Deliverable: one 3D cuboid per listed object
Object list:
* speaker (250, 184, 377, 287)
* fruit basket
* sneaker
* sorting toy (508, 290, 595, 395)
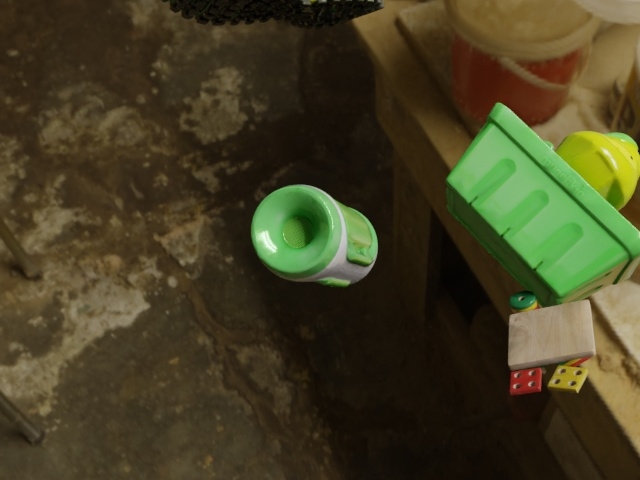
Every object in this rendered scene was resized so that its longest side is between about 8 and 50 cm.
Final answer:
[{"bbox_3d":[0.000,0.000,1.210,0.131,0.296,0.131,-1,85,14],"label":"speaker"},{"bbox_3d":[0.457,-0.094,1.583,0.391,0.283,0.392,-3,73,9],"label":"fruit basket"},{"bbox_3d":[-0.069,-0.337,1.026,0.134,0.343,0.147,-13,89,41],"label":"sneaker"},{"bbox_3d":[0.368,0.167,1.372,0.132,0.046,0.275,-14,27,21],"label":"sorting toy"}]
